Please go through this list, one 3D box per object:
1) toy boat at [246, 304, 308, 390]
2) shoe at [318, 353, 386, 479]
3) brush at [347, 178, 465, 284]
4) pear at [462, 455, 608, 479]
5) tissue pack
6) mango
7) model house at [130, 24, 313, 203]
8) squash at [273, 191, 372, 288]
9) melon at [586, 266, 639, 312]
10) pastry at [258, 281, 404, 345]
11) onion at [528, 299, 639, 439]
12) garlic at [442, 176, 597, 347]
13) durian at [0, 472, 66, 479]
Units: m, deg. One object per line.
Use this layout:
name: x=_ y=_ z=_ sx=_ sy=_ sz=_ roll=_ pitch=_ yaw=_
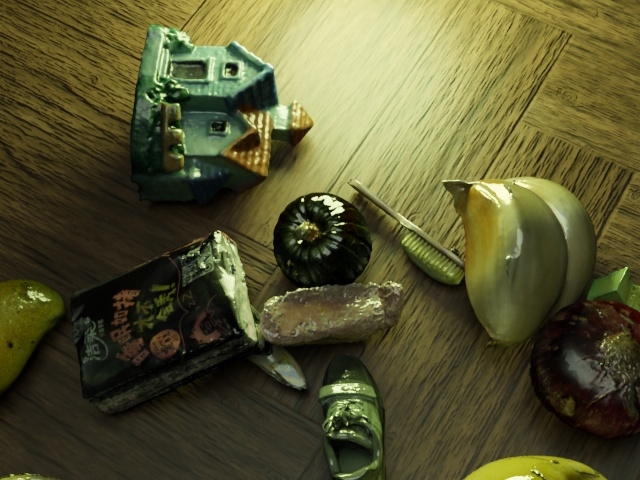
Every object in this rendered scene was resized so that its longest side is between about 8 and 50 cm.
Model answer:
toy boat: x=-0.097 y=0.201 z=1.887 sx=0.210 sy=0.066 sz=0.084 roll=40 pitch=74 yaw=21
shoe: x=0.054 y=0.303 z=1.767 sx=0.109 sy=0.149 sz=0.293 roll=-10 pitch=57 yaw=4
brush: x=0.156 y=-0.015 z=1.980 sx=0.313 sy=0.072 sz=0.067 roll=39 pitch=86 yaw=22
pear: x=0.315 y=0.489 z=1.551 sx=0.348 sy=0.348 sz=0.348 roll=-2 pitch=63 yaw=4
tissue pack: x=-0.282 y=0.144 z=1.870 sx=0.332 sy=0.123 sz=0.245 roll=-24 pitch=55 yaw=11
mango: x=-0.620 y=0.187 z=1.887 sx=0.176 sy=0.176 sz=0.329 roll=46 pitch=68 yaw=-23
model house: x=-0.181 y=-0.227 z=2.027 sx=0.329 sy=0.251 sz=0.294 roll=6 pitch=63 yaw=1
squash: x=0.002 y=0.001 z=1.935 sx=0.193 sy=0.156 sz=0.193 roll=-14 pitch=41 yaw=13
melon: x=0.582 y=0.115 z=1.849 sx=0.210 sy=0.118 sz=0.064 roll=22 pitch=52 yaw=2
pastry: x=0.016 y=0.135 z=1.872 sx=0.265 sy=0.112 sz=0.102 roll=-6 pitch=75 yaw=-9
onion: x=0.473 y=0.220 z=1.761 sx=0.246 sy=0.190 sz=0.246 roll=7 pitch=51 yaw=-8
garlic: x=0.360 y=0.021 z=1.856 sx=0.249 sy=0.286 sz=0.313 roll=-26 pitch=66 yaw=20
durian: x=-0.464 y=0.455 z=1.766 sx=0.224 sy=0.140 sz=0.078 roll=10 pitch=94 yaw=0
